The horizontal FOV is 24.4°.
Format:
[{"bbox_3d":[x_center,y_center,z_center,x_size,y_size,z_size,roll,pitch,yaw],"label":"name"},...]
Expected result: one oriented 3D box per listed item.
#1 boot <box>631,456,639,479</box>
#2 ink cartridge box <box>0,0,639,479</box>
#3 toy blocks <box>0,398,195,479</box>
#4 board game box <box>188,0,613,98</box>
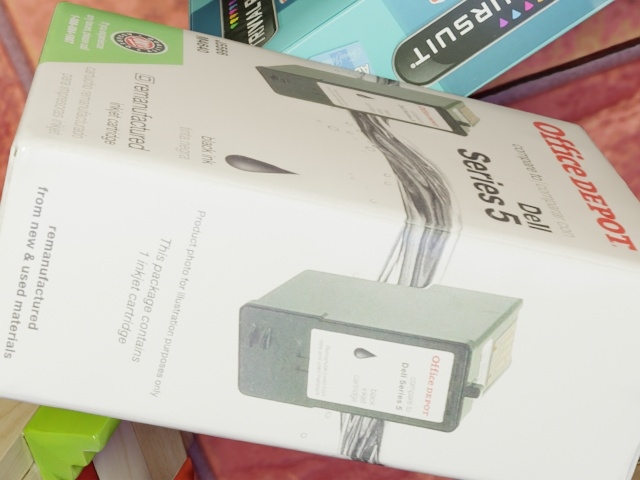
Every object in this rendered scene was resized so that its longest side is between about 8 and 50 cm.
[{"bbox_3d":[0.149,0.271,1.135,0.236,0.089,0.269,-3,115,-15],"label":"boot"},{"bbox_3d":[0.000,0.000,0.655,0.273,0.198,0.114,12,112,-11],"label":"ink cartridge box"},{"bbox_3d":[-0.168,0.184,0.942,0.191,0.381,0.261,1,125,23],"label":"toy blocks"},{"bbox_3d":[0.081,-0.174,0.831,0.336,0.254,0.079,-33,113,11],"label":"board game box"}]
